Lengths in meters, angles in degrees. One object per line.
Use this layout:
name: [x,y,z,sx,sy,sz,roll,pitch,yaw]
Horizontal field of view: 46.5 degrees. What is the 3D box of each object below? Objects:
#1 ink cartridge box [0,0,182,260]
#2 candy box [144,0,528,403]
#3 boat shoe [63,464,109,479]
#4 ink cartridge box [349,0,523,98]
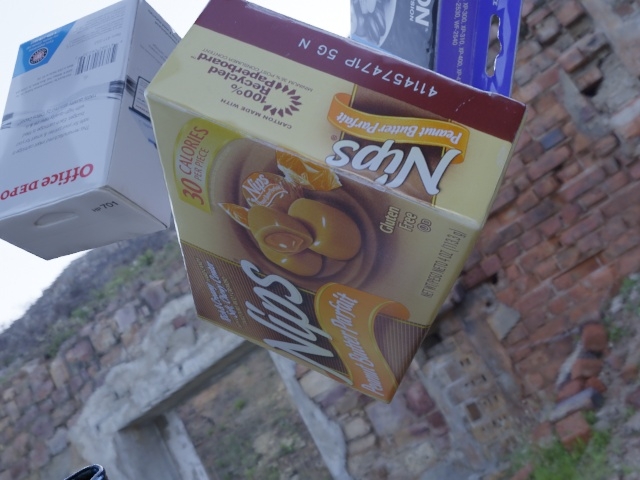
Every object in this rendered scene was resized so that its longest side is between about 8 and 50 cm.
ink cartridge box: [-0.195,-0.093,0.630,0.140,0.190,0.082,-13,-28,24]
candy box: [0.000,0.000,0.511,0.316,0.183,0.087,97,-162,-63]
boat shoe: [-0.295,0.269,0.670,0.109,0.089,0.258,-2,1,23]
ink cartridge box: [0.095,-0.193,0.679,0.045,0.208,0.206,-17,-56,-25]
